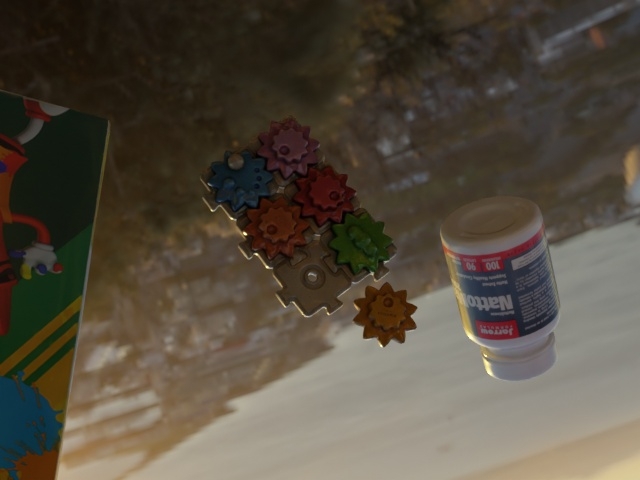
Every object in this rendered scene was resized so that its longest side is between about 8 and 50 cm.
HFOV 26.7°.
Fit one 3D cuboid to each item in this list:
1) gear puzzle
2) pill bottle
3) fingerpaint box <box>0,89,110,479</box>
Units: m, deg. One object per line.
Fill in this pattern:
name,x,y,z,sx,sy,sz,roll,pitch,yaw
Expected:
gear puzzle,0.000,0.000,1.731,0.175,0.339,0.044,-34,171,-20
pill bottle,0.197,0.054,1.430,0.108,0.180,0.108,-14,-154,7
fingerpaint box,-0.293,0.171,0.925,0.163,0.371,0.445,15,132,-15
